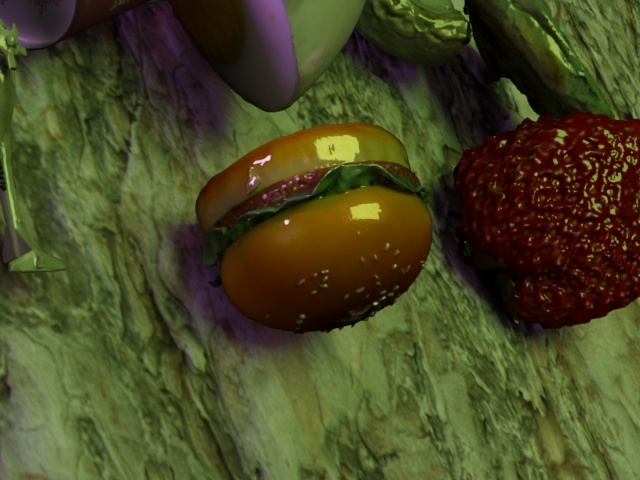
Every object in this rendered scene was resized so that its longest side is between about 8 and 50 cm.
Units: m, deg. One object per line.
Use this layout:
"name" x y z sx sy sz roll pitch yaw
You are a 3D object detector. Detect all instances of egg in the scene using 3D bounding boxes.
"egg" -0.045 -0.322 1.674 0.201 0.337 0.337 -31 86 -18

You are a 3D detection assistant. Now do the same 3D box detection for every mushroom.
"mushroom" 0.101 -0.352 2.017 0.164 0.189 0.267 7 84 -11

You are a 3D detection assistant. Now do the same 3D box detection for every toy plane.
"toy plane" -0.296 -0.104 1.452 0.092 0.108 0.286 -2 77 -50

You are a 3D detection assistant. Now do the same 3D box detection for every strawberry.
"strawberry" 0.305 -0.035 1.946 0.261 0.257 0.261 26 54 -42

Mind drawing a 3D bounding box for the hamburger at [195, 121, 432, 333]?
"hamburger" -0.001 0.001 1.590 0.246 0.246 0.170 -1 66 -48

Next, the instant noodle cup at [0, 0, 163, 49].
"instant noodle cup" -0.250 -0.301 1.556 0.235 0.234 0.178 51 47 -7

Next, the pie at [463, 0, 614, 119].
"pie" 0.274 -0.230 2.066 0.302 0.067 0.302 52 -2 2
